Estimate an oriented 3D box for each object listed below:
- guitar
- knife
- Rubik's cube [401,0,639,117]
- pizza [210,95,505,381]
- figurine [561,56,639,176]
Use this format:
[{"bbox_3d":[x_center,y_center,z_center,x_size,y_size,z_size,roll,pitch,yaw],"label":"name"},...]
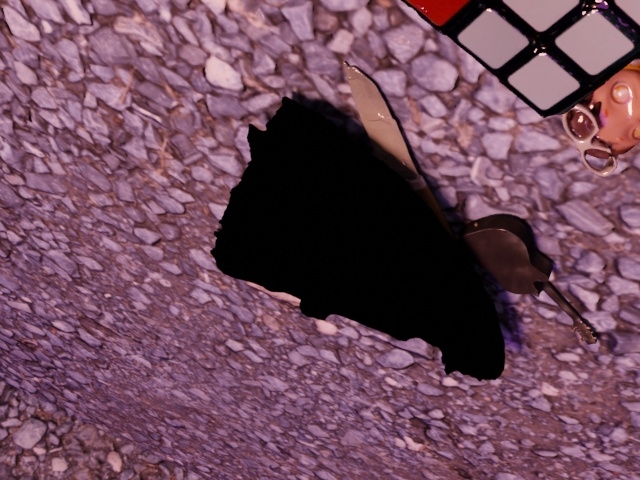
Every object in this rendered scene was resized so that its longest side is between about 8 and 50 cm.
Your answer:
[{"bbox_3d":[0.258,0.054,1.025,0.233,0.025,0.088,43,145,-22],"label":"guitar"},{"bbox_3d":[0.092,-0.079,0.971,0.047,0.017,0.298,4,140,39],"label":"knife"},{"bbox_3d":[0.177,-0.216,0.613,0.163,0.160,0.162,36,144,-13],"label":"Rubik's cube"},{"bbox_3d":[0.024,-0.003,1.047,0.435,0.080,0.392,17,146,20],"label":"pizza"},{"bbox_3d":[0.303,-0.137,0.674,0.240,0.115,0.174,-16,129,37],"label":"figurine"}]
